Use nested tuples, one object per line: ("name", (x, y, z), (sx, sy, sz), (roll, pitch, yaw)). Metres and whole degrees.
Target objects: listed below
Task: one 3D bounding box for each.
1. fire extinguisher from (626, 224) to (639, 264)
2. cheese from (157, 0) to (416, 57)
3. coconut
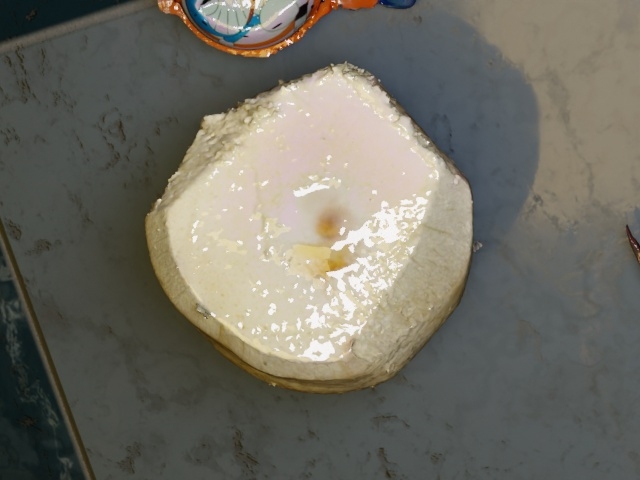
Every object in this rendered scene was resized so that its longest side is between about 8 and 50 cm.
("fire extinguisher", (0.536, 0.021, 1.615), (0.341, 0.105, 0.142), (-2, 92, 20))
("cheese", (-0.044, -0.334, 1.698), (0.329, 0.129, 0.217), (-2, 113, 2))
("coconut", (0.000, 0.000, 1.681), (0.404, 0.404, 0.405), (6, 109, 18))
